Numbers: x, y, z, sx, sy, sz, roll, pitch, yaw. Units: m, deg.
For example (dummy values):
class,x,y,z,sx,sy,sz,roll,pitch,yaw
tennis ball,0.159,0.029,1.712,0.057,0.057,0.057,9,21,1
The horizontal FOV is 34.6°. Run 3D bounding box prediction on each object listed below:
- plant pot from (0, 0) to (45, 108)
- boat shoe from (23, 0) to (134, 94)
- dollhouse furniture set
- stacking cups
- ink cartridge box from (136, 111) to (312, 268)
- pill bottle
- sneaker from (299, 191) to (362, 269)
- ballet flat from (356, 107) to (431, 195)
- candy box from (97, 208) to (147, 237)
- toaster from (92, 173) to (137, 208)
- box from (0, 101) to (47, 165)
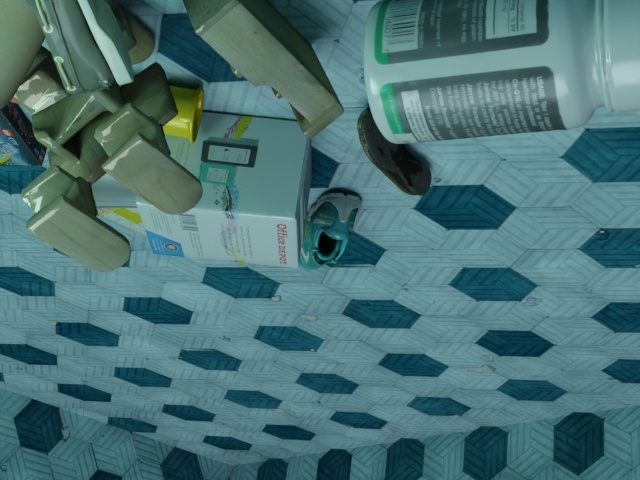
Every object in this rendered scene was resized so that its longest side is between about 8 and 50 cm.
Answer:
class,x,y,z,sx,sy,sz,roll,pitch,yaw
plant pot,-0.442,-0.346,1.338,0.256,0.256,0.274,26,131,-33
boat shoe,-0.318,-0.303,1.218,0.091,0.109,0.305,-18,131,3
dollhouse furniture set,-0.211,-0.185,1.464,0.394,0.362,0.256,-37,136,14
stacking cups,-0.354,-0.236,1.682,0.316,0.096,0.096,11,154,-2
ink cartridge box,-0.157,-0.088,1.796,0.270,0.197,0.198,6,153,3
pill bottle,0.254,-0.242,1.368,0.361,0.204,0.204,-3,152,21
sneaker,0.000,0.000,2.033,0.107,0.110,0.275,13,154,-10
ballet flat,0.116,-0.149,1.753,0.058,0.084,0.250,19,168,36
candy box,-0.398,-0.063,2.106,0.206,0.027,0.105,29,149,-36
toaster,-0.364,-0.144,1.825,0.146,0.129,0.227,3,152,0
box,-0.610,-0.213,1.839,0.159,0.044,0.233,2,153,11
